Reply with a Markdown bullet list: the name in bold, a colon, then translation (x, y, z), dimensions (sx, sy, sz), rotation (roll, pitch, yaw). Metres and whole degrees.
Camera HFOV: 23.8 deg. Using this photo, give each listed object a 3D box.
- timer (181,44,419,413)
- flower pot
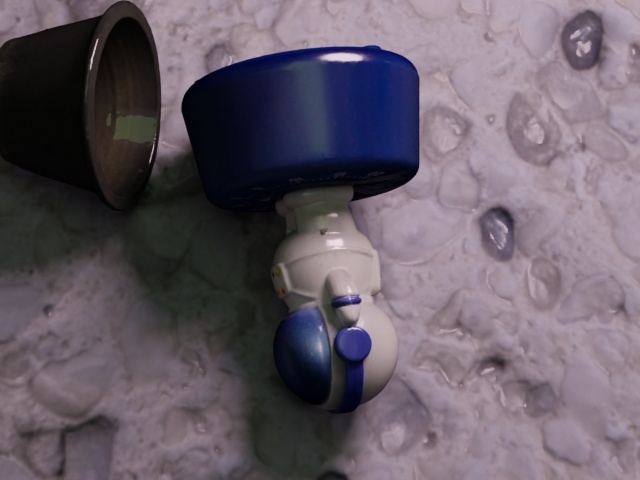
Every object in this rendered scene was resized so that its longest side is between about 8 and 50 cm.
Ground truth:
- **timer**: translation (0.000, 0.000, 1.679), dimensions (0.270, 0.270, 0.383), rotation (-6, 81, -12)
- **flower pot**: translation (-0.284, -0.156, 1.712), dimensions (0.148, 0.235, 0.235), rotation (4, 66, 12)
